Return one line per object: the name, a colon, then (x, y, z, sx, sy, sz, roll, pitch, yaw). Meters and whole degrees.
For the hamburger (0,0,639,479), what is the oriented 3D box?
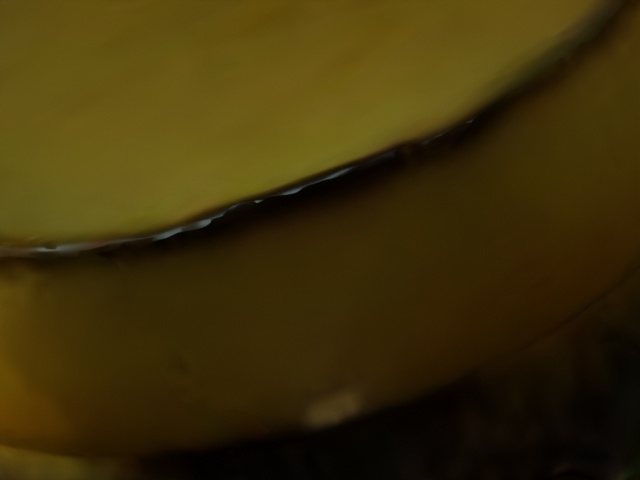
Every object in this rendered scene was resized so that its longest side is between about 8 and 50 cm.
hamburger: (0.000, 0.000, 0.654, 0.396, 0.277, 0.395, -11, 35, 8)
